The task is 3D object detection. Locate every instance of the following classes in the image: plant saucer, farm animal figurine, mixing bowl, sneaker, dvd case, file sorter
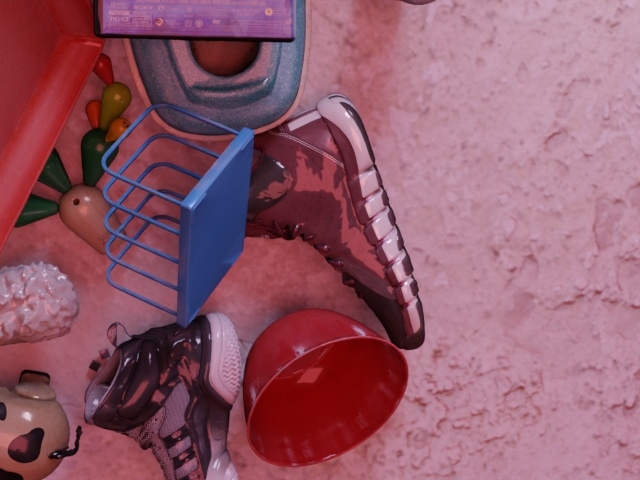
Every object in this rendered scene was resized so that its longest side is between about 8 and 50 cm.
[{"bbox_3d":[-0.274,-0.119,0.989,0.048,0.258,0.259,21,76,7],"label":"plant saucer"},{"bbox_3d":[-0.389,0.193,1.145,0.327,0.172,0.330,-3,101,-13],"label":"farm animal figurine"},{"bbox_3d":[-0.010,0.137,1.248,0.182,0.098,0.181,-16,134,-18],"label":"mixing bowl"},{"bbox_3d":[-0.166,0.206,1.235,0.153,0.101,0.268,1,96,-18],"label":"sneaker"},{"bbox_3d":[-0.111,-0.305,1.068,0.181,0.022,0.252,0,95,-9],"label":"dvd case"},{"bbox_3d":[0.000,0.000,1.251,0.163,0.106,0.281,-19,100,2],"label":"sneaker"},{"bbox_3d":[-0.140,-0.028,1.147,0.105,0.118,0.170,24,139,13],"label":"file sorter"}]

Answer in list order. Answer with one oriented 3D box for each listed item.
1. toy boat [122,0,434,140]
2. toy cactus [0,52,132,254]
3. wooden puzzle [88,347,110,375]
[{"bbox_3d":[-0.037,-0.241,1.159,0.318,0.148,0.267,-12,103,-10],"label":"toy boat"},{"bbox_3d":[-0.252,-0.061,1.176,0.219,0.112,0.180,-43,117,-11],"label":"toy cactus"},{"bbox_3d":[-0.200,0.140,1.266,0.049,0.006,0.083,-44,108,-2],"label":"wooden puzzle"}]
